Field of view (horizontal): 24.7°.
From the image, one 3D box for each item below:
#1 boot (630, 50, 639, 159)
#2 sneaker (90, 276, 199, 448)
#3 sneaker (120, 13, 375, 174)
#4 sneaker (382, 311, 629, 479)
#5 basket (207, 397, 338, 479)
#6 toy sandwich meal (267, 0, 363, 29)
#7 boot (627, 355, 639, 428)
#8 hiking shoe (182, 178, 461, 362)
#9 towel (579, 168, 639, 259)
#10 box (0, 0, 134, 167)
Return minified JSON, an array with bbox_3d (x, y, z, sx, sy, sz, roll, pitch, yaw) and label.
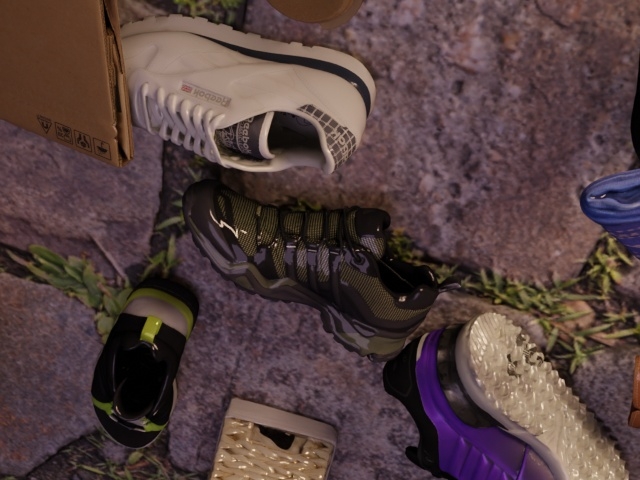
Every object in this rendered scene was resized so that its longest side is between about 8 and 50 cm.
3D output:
[{"bbox_3d":[0.120,-0.228,0.844,0.445,0.146,0.367,30,155,-1],"label":"boot"},{"bbox_3d":[-0.174,0.130,1.328,0.084,0.097,0.234,19,135,1],"label":"sneaker"},{"bbox_3d":[-0.081,-0.102,1.080,0.235,0.095,0.090,7,136,17],"label":"sneaker"},{"bbox_3d":[0.158,0.184,1.275,0.146,0.102,0.293,-18,119,37],"label":"sneaker"},{"bbox_3d":[-0.058,0.250,1.398,0.113,0.103,0.167,16,134,2],"label":"basket"},{"bbox_3d":[-0.006,-0.187,1.021,0.085,0.029,0.085,12,133,14],"label":"toy sandwich meal"},{"bbox_3d":[0.326,0.107,1.158,0.152,0.073,0.197,13,132,13],"label":"boot"},{"bbox_3d":[0.000,0.000,1.171,0.227,0.086,0.114,31,121,-19],"label":"hiking shoe"},{"bbox_3d":[0.319,-0.006,0.933,0.243,0.040,0.336,-10,164,22],"label":"towel"},{"bbox_3d":[-0.230,-0.153,1.089,0.201,0.021,0.164,23,136,24],"label":"box"}]
